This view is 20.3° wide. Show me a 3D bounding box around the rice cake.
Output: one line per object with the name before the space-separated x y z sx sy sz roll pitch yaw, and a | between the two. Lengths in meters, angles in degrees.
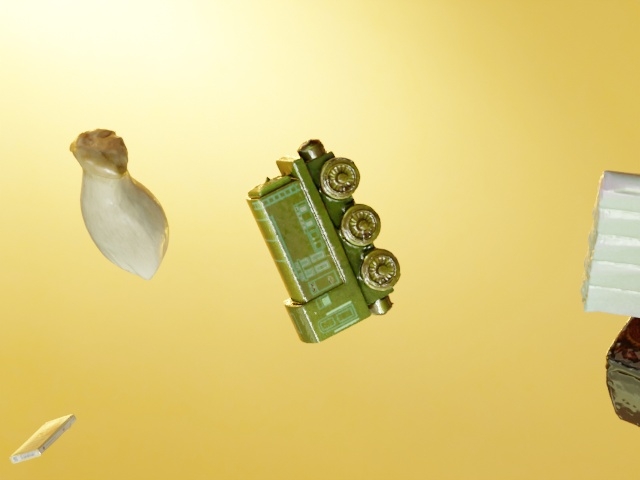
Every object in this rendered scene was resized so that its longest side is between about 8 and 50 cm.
rice cake | 0.344 0.012 1.646 0.198 0.189 0.037 2 -137 3

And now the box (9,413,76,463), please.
box | -0.324 0.232 2.091 0.012 0.046 0.083 63 -148 -12

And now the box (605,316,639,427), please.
box | 0.515 0.056 1.896 0.264 0.116 0.415 20 -124 35

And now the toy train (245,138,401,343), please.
toy train | 0.000 0.000 2.078 0.225 0.137 0.090 66 165 -10

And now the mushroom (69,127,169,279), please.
mushroom | -0.233 -0.041 2.095 0.088 0.212 0.097 -2 -138 22
